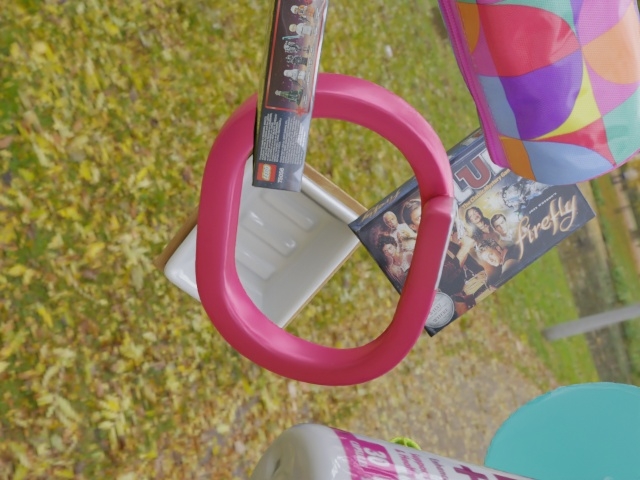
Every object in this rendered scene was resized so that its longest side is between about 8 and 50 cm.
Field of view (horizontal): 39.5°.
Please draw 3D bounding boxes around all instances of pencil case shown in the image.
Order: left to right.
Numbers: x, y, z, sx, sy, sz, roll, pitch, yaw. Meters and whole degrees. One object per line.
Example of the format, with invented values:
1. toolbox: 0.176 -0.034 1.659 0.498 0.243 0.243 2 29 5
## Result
1. pencil case: 0.094 -0.136 0.435 0.104 0.104 0.236 -83 150 -48

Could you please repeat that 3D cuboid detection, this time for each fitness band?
1. fitness band: 0.000 0.000 0.746 0.054 0.208 0.291 -64 168 -54

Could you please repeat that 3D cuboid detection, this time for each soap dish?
1. soap dish: -0.084 -0.006 1.374 0.229 0.291 0.118 36 24 -12

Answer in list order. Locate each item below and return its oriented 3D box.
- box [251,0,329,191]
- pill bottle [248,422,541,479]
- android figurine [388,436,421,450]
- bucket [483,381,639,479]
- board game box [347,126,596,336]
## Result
1. box: -0.015 -0.105 0.460 0.094 0.027 0.137 -97 -165 -66
2. pill bottle: 0.095 0.217 0.533 0.283 0.160 0.160 18 47 -18
3. android figurine: 0.047 0.306 0.782 0.273 0.056 0.248 121 -24 -54
4. bucket: 0.288 0.292 0.891 0.281 0.281 0.183 -82 163 -49
5. board game box: 0.178 -0.024 1.045 0.165 0.243 0.042 53 1 -15
